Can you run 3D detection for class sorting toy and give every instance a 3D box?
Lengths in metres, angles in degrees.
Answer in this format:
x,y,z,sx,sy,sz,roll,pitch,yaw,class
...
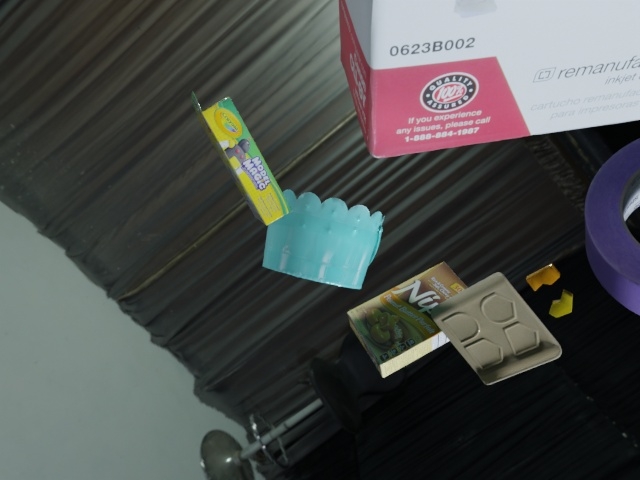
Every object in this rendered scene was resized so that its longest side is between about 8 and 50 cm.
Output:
x,y,z,sx,sy,sz,roll,pitch,yaw,class
0.439,0.185,1.077,0.229,0.307,0.041,53,35,2,sorting toy

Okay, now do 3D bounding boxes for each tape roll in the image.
x,y,z,sx,sy,sz,roll,pitch,yaw,class
0.363,-0.014,0.451,0.080,0.189,0.189,43,13,-52,tape roll

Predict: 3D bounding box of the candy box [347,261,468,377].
x,y,z,sx,sy,sz,roll,pitch,yaw,class
0.255,0.207,1.262,0.182,0.317,0.087,56,-12,39,candy box

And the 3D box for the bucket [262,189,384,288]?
x,y,z,sx,sy,sz,roll,pitch,yaw,class
0.000,0.000,1.104,0.282,0.182,0.281,13,-1,0,bucket

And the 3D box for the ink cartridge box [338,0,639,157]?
x,y,z,sx,sy,sz,roll,pitch,yaw,class
0.152,-0.258,0.296,0.384,0.280,0.160,82,0,-54,ink cartridge box

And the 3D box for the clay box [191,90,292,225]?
x,y,z,sx,sy,sz,roll,pitch,yaw,class
-0.129,-0.136,0.745,0.221,0.053,0.127,63,-10,-16,clay box
